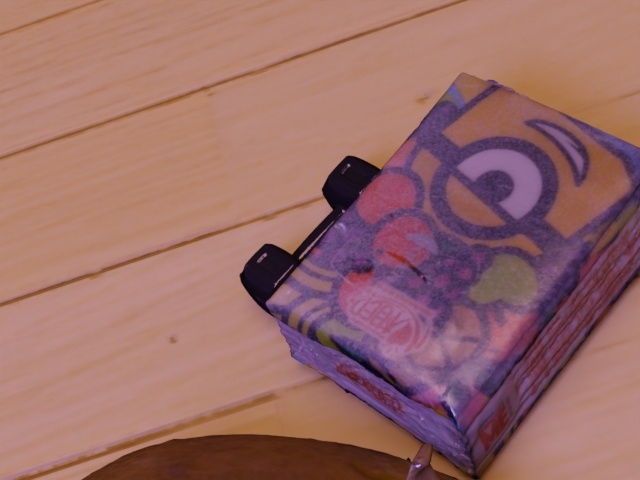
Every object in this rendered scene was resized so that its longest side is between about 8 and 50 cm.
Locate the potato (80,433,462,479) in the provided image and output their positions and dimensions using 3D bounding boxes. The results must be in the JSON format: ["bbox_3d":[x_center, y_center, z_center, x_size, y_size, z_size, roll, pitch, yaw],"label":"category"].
[{"bbox_3d":[-0.025,0.158,0.441,0.299,0.116,0.239,3,51,17],"label":"potato"}]

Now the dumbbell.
[{"bbox_3d":[0.000,0.000,0.590,0.036,0.040,0.083,42,72,3],"label":"dumbbell"}]

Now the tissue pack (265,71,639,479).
[{"bbox_3d":[0.066,0.011,0.547,0.108,0.060,0.148,29,69,32],"label":"tissue pack"}]
